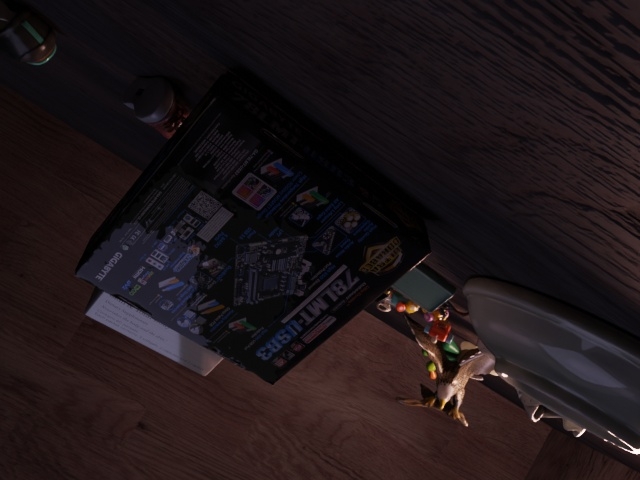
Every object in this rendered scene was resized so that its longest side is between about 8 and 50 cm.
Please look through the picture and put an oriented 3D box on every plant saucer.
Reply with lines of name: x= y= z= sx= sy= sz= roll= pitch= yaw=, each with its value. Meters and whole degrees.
plant saucer: x=0.359 y=0.193 z=0.872 sx=0.401 sy=0.100 sz=0.400 roll=31 pitch=173 yaw=4
plant saucer: x=0.138 y=0.058 z=1.030 sx=0.192 sy=0.067 sz=0.018 roll=35 pitch=-153 yaw=-24

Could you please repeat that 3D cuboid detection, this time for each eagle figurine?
eagle figurine: x=0.313 y=0.308 z=1.522 sx=0.227 sy=0.298 sz=0.225 roll=-7 pitch=-150 yaw=-10

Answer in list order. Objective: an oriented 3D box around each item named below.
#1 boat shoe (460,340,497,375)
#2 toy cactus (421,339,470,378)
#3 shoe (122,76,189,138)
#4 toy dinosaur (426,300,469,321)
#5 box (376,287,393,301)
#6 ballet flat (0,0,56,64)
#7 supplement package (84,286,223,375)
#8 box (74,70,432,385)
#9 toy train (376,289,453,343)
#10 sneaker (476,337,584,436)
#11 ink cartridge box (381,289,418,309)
boat shoe: x=0.446 y=0.329 z=1.742 sx=0.137 sy=0.049 sz=0.043 roll=34 pitch=165 yaw=33
toy cactus: x=0.365 y=0.311 z=1.716 sx=0.181 sy=0.112 sz=0.218 roll=5 pitch=124 yaw=38
shoe: x=-0.217 y=-0.182 z=0.884 sx=0.081 sy=0.063 sz=0.178 roll=34 pitch=179 yaw=-34
toy dinosaur: x=0.234 y=0.127 z=1.242 sx=0.090 sy=0.047 sz=0.082 roll=21 pitch=-163 yaw=-12
box: x=0.000 y=0.000 z=1.194 sx=0.322 sy=0.079 sz=0.257 roll=31 pitch=172 yaw=4
ballet flat: x=-0.525 y=-0.350 z=0.960 sx=0.281 sy=0.095 sz=0.096 roll=19 pitch=160 yaw=19
supplement package: x=-0.161 y=0.011 z=0.898 sx=0.199 sy=0.262 sz=0.198 roll=34 pitch=-152 yaw=-21
box: x=-0.079 y=0.009 z=0.730 sx=0.293 sy=0.295 sz=0.073 roll=33 pitch=-150 yaw=-23
toy train: x=0.205 y=0.141 z=1.284 sx=0.166 sy=0.046 sz=0.125 roll=27 pitch=-153 yaw=19
sneaker: x=0.382 y=0.256 z=1.150 sx=0.262 sy=0.121 sz=0.099 roll=25 pitch=170 yaw=48
ink cartridge box: x=0.121 y=0.110 z=1.481 sx=0.224 sy=0.045 sz=0.223 roll=23 pitch=173 yaw=6
